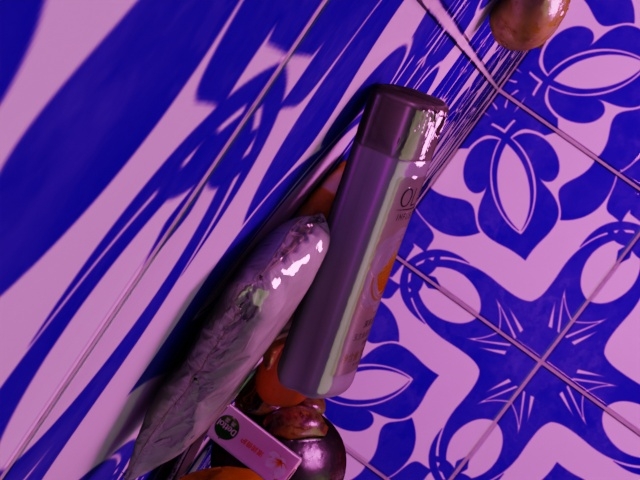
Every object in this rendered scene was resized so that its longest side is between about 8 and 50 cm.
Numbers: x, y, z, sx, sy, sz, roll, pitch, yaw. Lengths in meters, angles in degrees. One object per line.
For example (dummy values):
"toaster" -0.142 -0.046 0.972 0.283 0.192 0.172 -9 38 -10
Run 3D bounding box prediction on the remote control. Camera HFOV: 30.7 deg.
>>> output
"remote control" -0.123 0.192 1.238 0.212 0.028 0.059 -57 176 31

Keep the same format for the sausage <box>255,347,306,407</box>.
"sausage" -0.030 0.127 1.340 0.076 0.076 0.197 -51 166 -36

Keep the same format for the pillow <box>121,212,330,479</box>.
"pillow" -0.067 0.077 0.822 0.128 0.051 0.229 -44 169 -52

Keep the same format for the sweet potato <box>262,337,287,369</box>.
"sweet potato" -0.024 0.066 1.187 0.202 0.058 0.055 127 -40 -49

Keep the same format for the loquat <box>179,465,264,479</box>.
"loquat" -0.125 0.419 1.472 0.263 0.263 0.263 -53 175 -6

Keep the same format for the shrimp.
"shrimp" 0.000 0.000 0.950 0.161 0.049 0.166 -64 172 18

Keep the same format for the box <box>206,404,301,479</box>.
"box" -0.082 0.229 1.326 0.043 0.125 0.089 -53 174 -8

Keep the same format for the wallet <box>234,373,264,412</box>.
"wallet" -0.042 0.134 1.543 0.161 0.042 0.195 -50 174 -40

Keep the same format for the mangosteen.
"mangosteen" -0.062 0.308 1.803 0.211 0.211 0.249 -28 124 -80

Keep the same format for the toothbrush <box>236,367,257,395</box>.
"toothbrush" -0.093 0.167 1.418 0.257 0.018 0.024 -54 178 7

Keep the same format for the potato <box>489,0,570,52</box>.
"potato" 0.224 -0.249 1.220 0.091 0.070 0.138 -53 175 -20

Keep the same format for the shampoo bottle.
"shampoo bottle" 0.030 0.001 0.848 0.086 0.056 0.227 -25 136 -70
